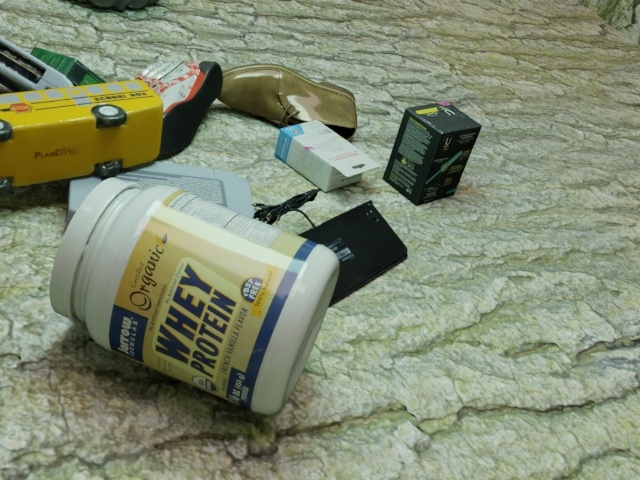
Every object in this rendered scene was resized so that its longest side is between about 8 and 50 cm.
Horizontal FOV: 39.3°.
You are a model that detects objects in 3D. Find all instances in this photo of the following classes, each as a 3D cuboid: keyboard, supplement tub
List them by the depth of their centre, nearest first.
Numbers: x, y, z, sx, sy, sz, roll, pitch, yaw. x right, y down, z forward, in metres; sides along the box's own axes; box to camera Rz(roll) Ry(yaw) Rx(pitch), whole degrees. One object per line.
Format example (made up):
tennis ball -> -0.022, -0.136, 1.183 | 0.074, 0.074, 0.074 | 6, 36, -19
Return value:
supplement tub -> -0.157, 0.064, 1.146 | 0.316, 0.228, 0.228 | 21, 33, 7
keyboard -> 0.000, 0.000, 1.455 | 0.317, 0.033, 0.201 | -26, 76, -48

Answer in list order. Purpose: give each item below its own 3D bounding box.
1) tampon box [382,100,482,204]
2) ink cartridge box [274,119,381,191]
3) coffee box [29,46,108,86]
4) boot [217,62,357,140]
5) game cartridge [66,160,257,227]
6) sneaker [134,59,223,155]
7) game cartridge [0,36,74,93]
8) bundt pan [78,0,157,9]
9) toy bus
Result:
tampon box -> 0.212, -0.170, 1.719 | 0.120, 0.161, 0.101 | -15, 45, -40
ink cartridge box -> 0.014, -0.152, 1.694 | 0.104, 0.062, 0.181 | -21, 48, -43
coffee box -> -0.445, -0.290, 1.607 | 0.184, 0.040, 0.113 | 24, -11, 46
boot -> -0.066, -0.272, 1.804 | 0.305, 0.112, 0.115 | 9, 44, -16
game cartridge -> -0.254, -0.056, 1.441 | 0.297, 0.062, 0.198 | 6, 39, -17
sneaker -> -0.299, -0.252, 1.687 | 0.145, 0.090, 0.270 | 6, 43, 20
game cartridge -> -0.541, -0.301, 1.550 | 0.294, 0.060, 0.196 | 31, -11, -2
bundt pan -> -0.509, -0.648, 2.128 | 0.330, 0.124, 0.331 | 12, 33, -8
toy bus -> -0.408, -0.167, 1.390 | 0.332, 0.108, 0.130 | -14, 43, -34
